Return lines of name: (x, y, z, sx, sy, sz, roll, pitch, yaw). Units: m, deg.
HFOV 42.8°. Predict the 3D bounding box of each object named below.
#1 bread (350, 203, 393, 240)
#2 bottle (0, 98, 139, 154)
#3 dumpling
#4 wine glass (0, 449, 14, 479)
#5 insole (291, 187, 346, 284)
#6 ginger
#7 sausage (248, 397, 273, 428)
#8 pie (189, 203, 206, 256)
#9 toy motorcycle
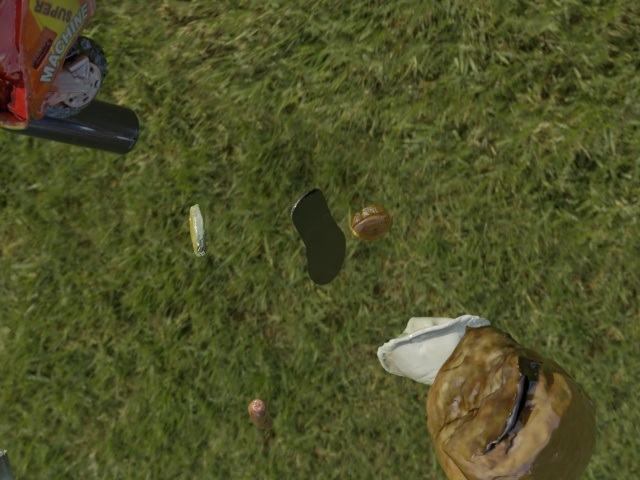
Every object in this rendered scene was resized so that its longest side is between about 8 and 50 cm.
bread: (0.094, -0.032, 1.501, 0.081, 0.046, 0.083, -16, 155, -13)
bottle: (-0.361, -0.173, 1.108, 0.072, 0.244, 0.082, -30, 69, 31)
dumpling: (0.196, 0.198, 1.524, 0.216, 0.126, 0.166, -4, 156, 43)
wine glass: (-0.312, 0.306, 0.781, 0.066, 0.066, 0.198, -13, 83, 12)
insole: (0.000, 0.000, 1.585, 0.007, 0.322, 0.109, 36, 75, 28)
ginger: (0.248, 0.245, 1.037, 0.223, 0.269, 0.200, 35, 95, -15)
sausage: (-0.128, 0.371, 1.744, 0.043, 0.043, 0.186, 6, 157, 4)
pie: (-0.192, -0.016, 1.286, 0.020, 0.084, 0.084, -7, 114, -15)
toy motorcycle: (-0.254, -0.194, 0.657, 0.089, 0.171, 0.298, 39, 151, 26)
